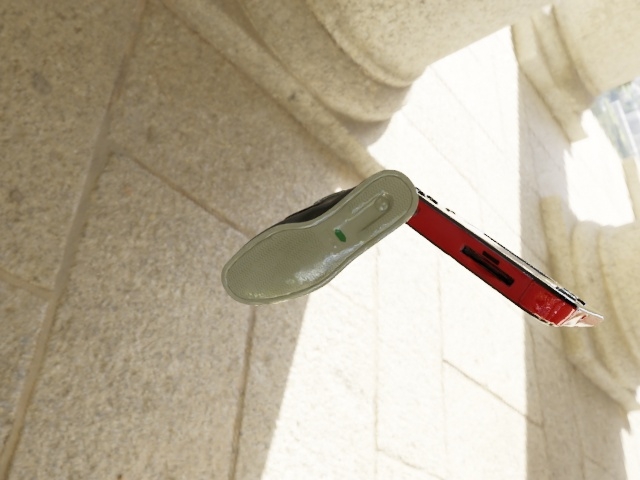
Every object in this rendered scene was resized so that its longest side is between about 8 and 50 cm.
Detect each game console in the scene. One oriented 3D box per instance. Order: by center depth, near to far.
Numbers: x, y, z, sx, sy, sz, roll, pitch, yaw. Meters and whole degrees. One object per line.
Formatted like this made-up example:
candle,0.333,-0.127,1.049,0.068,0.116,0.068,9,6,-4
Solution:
game console,0.309,0.022,1.195,0.387,0.060,0.342,40,17,30

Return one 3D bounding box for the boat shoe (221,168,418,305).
boat shoe,0.000,0.000,0.743,0.084,0.233,0.079,60,3,-6
